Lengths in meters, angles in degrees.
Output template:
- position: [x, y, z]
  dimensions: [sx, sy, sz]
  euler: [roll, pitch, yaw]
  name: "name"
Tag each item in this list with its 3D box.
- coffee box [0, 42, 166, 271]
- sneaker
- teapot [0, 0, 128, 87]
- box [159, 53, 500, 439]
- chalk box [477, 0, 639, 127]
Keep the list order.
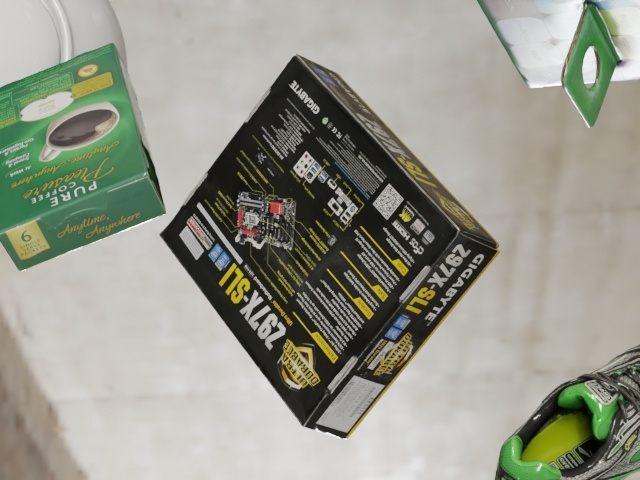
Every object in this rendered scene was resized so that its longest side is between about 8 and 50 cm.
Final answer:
- position: [-0.178, -0.062, 1.245]
  dimensions: [0.184, 0.113, 0.040]
  euler: [-113, -179, -52]
  name: "coffee box"
- position: [0.332, 0.190, 1.918]
  dimensions: [0.134, 0.343, 0.146]
  euler: [42, -22, 29]
  name: "sneaker"
- position: [-0.266, -0.145, 1.397]
  dimensions: [0.187, 0.253, 0.256]
  euler: [137, -51, -82]
  name: "teapot"
- position: [0.000, 0.000, 1.817]
  dimensions: [0.079, 0.257, 0.322]
  euler: [19, 23, -47]
  name: "box"
- position: [0.234, -0.238, 1.436]
  dimensions: [0.180, 0.179, 0.289]
  euler: [46, 45, -58]
  name: "chalk box"
